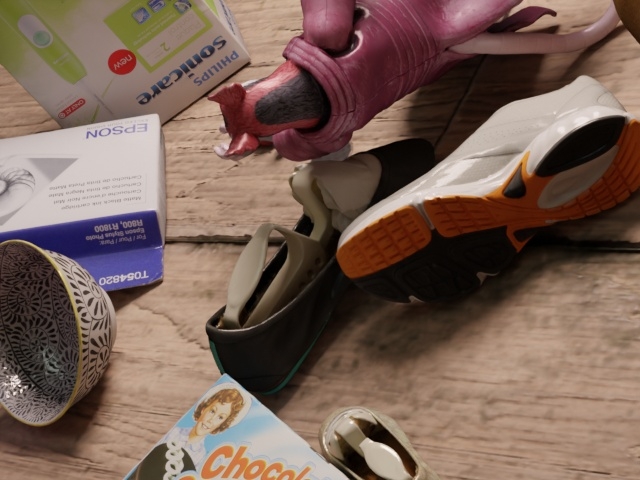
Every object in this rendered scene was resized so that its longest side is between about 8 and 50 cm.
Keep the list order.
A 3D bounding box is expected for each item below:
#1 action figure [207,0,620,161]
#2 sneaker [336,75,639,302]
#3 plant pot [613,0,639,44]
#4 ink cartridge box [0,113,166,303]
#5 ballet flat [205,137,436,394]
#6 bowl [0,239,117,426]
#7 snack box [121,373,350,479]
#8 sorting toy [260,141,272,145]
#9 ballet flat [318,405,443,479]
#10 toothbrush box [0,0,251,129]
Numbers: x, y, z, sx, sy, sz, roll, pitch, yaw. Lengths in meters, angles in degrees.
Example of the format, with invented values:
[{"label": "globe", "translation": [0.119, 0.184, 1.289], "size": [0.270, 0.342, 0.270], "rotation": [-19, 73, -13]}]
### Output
[{"label": "action figure", "translation": [0.056, -0.153, 1.415], "size": [0.276, 0.248, 0.370], "rotation": [29, 50, 28]}, {"label": "sneaker", "translation": [0.133, -0.043, 1.344], "size": [0.262, 0.099, 0.121], "rotation": [-25, 29, 9]}, {"label": "plant pot", "translation": [0.351, -0.126, 1.129], "size": [0.237, 0.237, 0.254], "rotation": [-30, 51, 15]}, {"label": "ink cartridge box", "translation": [-0.264, -0.030, 1.664], "size": [0.223, 0.045, 0.224], "rotation": [-9, 41, 2]}, {"label": "ballet flat", "translation": [0.000, 0.000, 1.405], "size": [0.095, 0.096, 0.280], "rotation": [8, 57, 49]}, {"label": "bowl", "translation": [-0.240, 0.078, 1.536], "size": [0.170, 0.170, 0.080], "rotation": [2, 9, 45]}, {"label": "snack box", "translation": [-0.048, 0.238, 1.221], "size": [0.187, 0.060, 0.322], "rotation": [-46, 35, -8]}, {"label": "sorting toy", "translation": [-0.036, -0.121, 1.620], "size": [0.102, 0.042, 0.061], "rotation": [-13, 43, 33]}, {"label": "ballet flat", "translation": [0.040, 0.154, 1.236], "size": [0.057, 0.052, 0.168], "rotation": [-47, 35, -8]}, {"label": "toothbrush box", "translation": [-0.241, -0.250, 1.744], "size": [0.206, 0.283, 0.122], "rotation": [-34, 36, 9]}]
